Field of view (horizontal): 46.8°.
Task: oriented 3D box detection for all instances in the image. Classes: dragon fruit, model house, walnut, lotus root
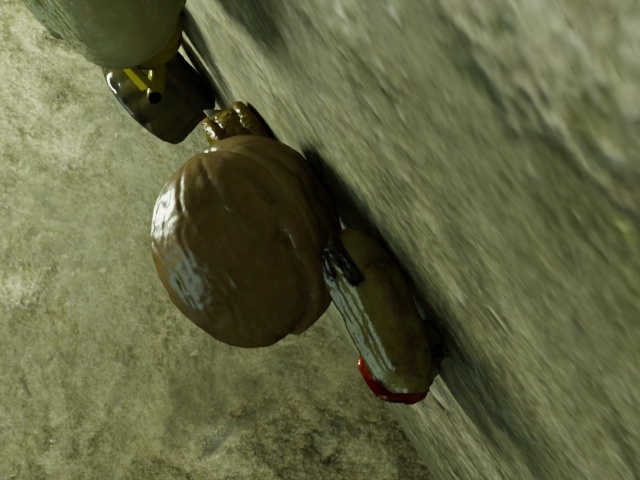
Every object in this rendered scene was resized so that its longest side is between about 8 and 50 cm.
[{"bbox_3d":[0.132,0.189,1.224,0.246,0.125,0.125,95,157,-55],"label":"dragon fruit"},{"bbox_3d":[0.150,0.159,1.079,0.058,0.057,0.083,43,167,39],"label":"model house"},{"bbox_3d":[-0.106,0.007,1.156,0.333,0.332,0.333,55,174,8],"label":"walnut"},{"bbox_3d":[0.079,0.095,1.025,0.110,0.097,0.259,-33,79,50],"label":"lotus root"}]

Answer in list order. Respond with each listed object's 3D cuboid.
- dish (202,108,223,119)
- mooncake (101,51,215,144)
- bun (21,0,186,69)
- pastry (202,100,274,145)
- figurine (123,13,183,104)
[{"bbox_3d":[-0.189,-0.232,1.680,0.191,0.066,0.191,56,177,4],"label":"dish"},{"bbox_3d":[-0.398,-0.386,1.831,0.290,0.161,0.290,50,-170,-12],"label":"mooncake"},{"bbox_3d":[-0.314,-0.400,0.963,0.365,0.219,0.365,43,169,10],"label":"bun"},{"bbox_3d":[-0.145,-0.176,1.431,0.189,0.103,0.189,55,174,8],"label":"pastry"},{"bbox_3d":[-0.373,-0.435,1.557,0.218,0.169,0.327,61,174,1],"label":"figurine"}]
